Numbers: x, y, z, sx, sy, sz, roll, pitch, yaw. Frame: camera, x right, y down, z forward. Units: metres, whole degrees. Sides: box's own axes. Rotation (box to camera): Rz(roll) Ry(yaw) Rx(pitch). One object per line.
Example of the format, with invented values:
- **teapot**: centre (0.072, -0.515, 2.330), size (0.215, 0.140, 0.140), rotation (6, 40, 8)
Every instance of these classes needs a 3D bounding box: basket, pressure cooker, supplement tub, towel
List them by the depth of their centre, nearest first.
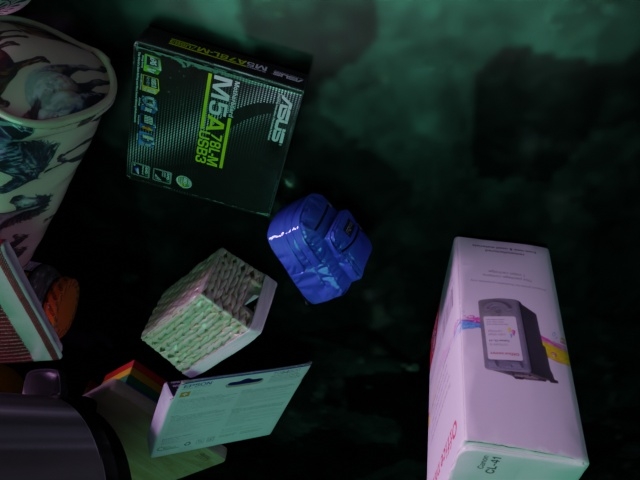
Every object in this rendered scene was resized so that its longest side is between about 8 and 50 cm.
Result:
- **towel**: centre (-0.501, 0.075, 0.745), size (0.329, 0.037, 0.237), rotation (-1, 139, -2)
- **pressure cooker**: centre (-0.469, 0.399, 0.861), size (0.370, 0.375, 0.420), rotation (-53, 145, 9)
- **basket**: centre (-0.161, 0.102, 0.894), size (0.103, 0.113, 0.167), rotation (42, 126, -21)
- **supplement tub**: centre (-0.465, 0.081, 0.918), size (0.190, 0.117, 0.117), rotation (13, 133, -2)

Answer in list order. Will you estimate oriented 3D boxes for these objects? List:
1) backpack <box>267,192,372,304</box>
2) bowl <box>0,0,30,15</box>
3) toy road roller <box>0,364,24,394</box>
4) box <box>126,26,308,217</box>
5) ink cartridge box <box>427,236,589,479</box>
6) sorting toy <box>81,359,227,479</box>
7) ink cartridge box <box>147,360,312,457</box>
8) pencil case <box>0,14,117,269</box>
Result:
- **backpack**: centre (0.000, 0.000, 0.787), size (0.101, 0.098, 0.120), rotation (-25, 115, 30)
- **bowl**: centre (-0.365, -0.282, 0.598), size (0.170, 0.080, 0.170), rotation (5, 133, 5)
- **toy road roller**: centre (-0.631, 0.251, 1.055), size (0.240, 0.202, 0.329), rotation (12, 135, -22)
- **box**: centre (-0.125, -0.128, 0.723), size (0.184, 0.045, 0.191), rotation (18, 133, -4)
- **ink cartridge box**: centre (0.209, 0.179, 0.771), size (0.131, 0.306, 0.226), rotation (7, 133, 3)
- **sorting toy**: centre (-0.341, 0.340, 1.151), size (0.255, 0.089, 0.257), rotation (-30, 122, 31)
- **ink cartridge box**: centre (-0.150, 0.258, 1.009), size (0.223, 0.045, 0.224), rotation (-1, 136, -32)
- **pencil case**: centre (-0.395, -0.069, 0.728), size (0.410, 0.183, 0.160), rotation (-43, 73, 38)
